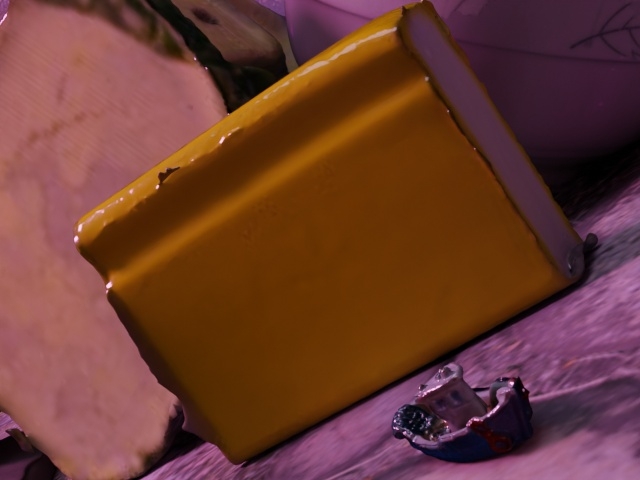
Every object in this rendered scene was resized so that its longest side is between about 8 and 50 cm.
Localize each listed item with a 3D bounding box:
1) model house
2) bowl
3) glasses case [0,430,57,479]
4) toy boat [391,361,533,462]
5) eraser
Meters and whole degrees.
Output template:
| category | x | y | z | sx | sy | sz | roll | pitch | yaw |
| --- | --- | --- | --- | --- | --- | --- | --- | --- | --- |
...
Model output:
| category | x | y | z | sx | sy | sz | roll | pitch | yaw |
| --- | --- | --- | --- | --- | --- | --- | --- | --- | --- |
| model house | -0.095 | -0.023 | 0.896 | 0.321 | 0.261 | 0.266 | -55 | -15 | 27 |
| bowl | 0.104 | -0.126 | 0.818 | 0.287 | 0.143 | 0.287 | 8 | 20 | -3 |
| glasses case | -0.246 | 0.191 | 1.010 | 0.072 | 0.042 | 0.190 | -27 | 6 | -2 |
| toy boat | 0.052 | 0.061 | 0.477 | 0.038 | 0.038 | 0.083 | -37 | 6 | -25 |
| eraser | 0.000 | 0.000 | 0.650 | 0.226 | 0.158 | 0.069 | -32 | 9 | 24 |
